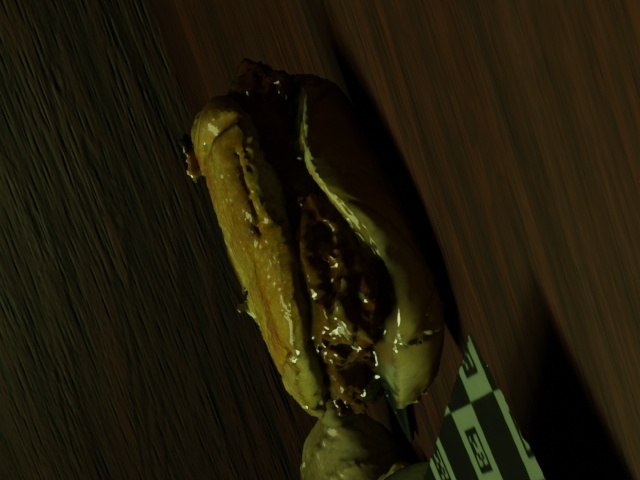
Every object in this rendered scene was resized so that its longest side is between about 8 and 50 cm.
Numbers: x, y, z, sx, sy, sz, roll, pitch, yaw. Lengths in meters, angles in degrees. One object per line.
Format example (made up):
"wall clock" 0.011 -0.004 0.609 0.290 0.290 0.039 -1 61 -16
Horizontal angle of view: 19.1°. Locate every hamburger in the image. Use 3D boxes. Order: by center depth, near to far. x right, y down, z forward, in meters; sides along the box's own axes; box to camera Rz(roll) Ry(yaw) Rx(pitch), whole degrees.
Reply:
"hamburger" 0.000 0.000 1.570 0.245 0.155 0.282 -137 30 -68

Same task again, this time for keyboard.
"keyboard" 0.054 0.075 1.908 0.381 0.041 0.103 67 177 -55

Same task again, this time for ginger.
"ginger" 0.063 0.293 2.117 0.221 0.130 0.276 107 144 -62

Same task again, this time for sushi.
"sushi" 0.180 0.246 1.306 0.339 0.068 0.320 95 152 -64

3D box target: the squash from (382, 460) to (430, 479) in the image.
"squash" 0.113 0.317 1.817 0.123 0.123 0.187 -127 15 -66
